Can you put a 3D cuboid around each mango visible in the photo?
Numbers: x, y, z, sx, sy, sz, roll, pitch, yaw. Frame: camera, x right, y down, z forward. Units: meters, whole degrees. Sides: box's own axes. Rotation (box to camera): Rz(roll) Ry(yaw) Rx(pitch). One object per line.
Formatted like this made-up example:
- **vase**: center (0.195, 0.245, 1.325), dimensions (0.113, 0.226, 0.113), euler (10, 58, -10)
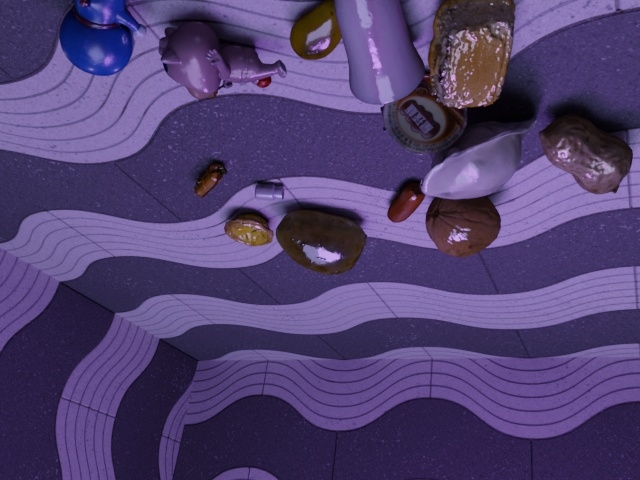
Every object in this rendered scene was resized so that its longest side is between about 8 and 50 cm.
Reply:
- **mango**: center (-0.003, -0.460, 1.437), dimensions (0.103, 0.076, 0.161), euler (27, 140, -21)

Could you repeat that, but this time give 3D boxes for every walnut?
- **walnut**: center (0.429, -0.059, 1.967), dimensions (0.228, 0.228, 0.228), euler (6, 153, 3)

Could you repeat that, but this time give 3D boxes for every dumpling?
- **dumpling**: center (0.401, -0.215, 1.610), dimensions (0.341, 0.181, 0.260), euler (6, 146, -32)

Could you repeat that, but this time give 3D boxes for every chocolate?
- **chocolate**: center (0.258, -0.303, 1.603), dimensions (0.221, 0.221, 0.147), euler (4, -179, 9)

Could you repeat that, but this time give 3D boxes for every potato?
- **potato**: center (0.000, 0.000, 2.209), dimensions (0.307, 0.173, 0.210), euler (19, 116, -7)

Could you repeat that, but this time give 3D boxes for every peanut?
- **peanut**: center (0.681, -0.218, 1.644), dimensions (0.291, 0.143, 0.159), euler (28, 147, -30)

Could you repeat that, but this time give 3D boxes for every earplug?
- **earplug**: center (0.103, -0.448, 1.350), dimensions (0.172, 0.172, 0.301), euler (-2, 146, 20)

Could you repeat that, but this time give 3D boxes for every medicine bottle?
- **medicine bottle**: center (-0.163, -0.154, 2.101), dimensions (0.089, 0.052, 0.052), euler (4, 153, 9)

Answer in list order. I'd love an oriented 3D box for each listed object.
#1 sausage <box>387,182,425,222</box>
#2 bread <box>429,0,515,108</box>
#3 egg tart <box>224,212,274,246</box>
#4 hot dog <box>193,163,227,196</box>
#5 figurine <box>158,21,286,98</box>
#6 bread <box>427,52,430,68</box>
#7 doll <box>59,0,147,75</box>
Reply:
- **sausage**: center (0.264, -0.113, 2.041), dimensions (0.076, 0.076, 0.197), euler (14, 154, -11)
- **bread**: center (0.321, -0.397, 1.392), dimensions (0.174, 0.121, 0.245), euler (-8, 138, -2)
- **egg tart**: center (-0.250, -0.043, 2.319), dimensions (0.191, 0.074, 0.191), euler (7, 154, 3)
- **hot dog**: center (-0.353, -0.191, 2.067), dimensions (0.055, 0.072, 0.188), euler (41, 144, -13)
- **figurine**: center (-0.235, -0.398, 1.529), dimensions (0.287, 0.176, 0.186), euler (4, 131, -23)
- **bread**: center (0.297, -0.412, 1.493), dimensions (0.110, 0.024, 0.110), euler (6, 146, 4)
- **doll**: center (-0.491, -0.493, 1.449), dimensions (0.215, 0.161, 0.257), euler (26, 134, -5)
